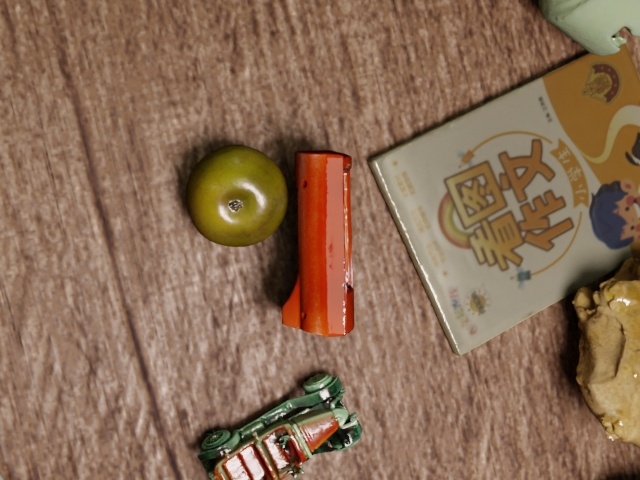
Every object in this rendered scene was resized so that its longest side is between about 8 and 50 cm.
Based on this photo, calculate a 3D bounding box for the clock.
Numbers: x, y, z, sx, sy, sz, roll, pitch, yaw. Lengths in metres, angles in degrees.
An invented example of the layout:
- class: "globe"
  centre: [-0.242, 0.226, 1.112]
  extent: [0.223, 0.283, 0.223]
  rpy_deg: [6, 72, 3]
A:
- class: "clock"
  centre: [0.000, 0.000, 0.820]
  extent: [0.061, 0.113, 0.155]
  rpy_deg: [1, 91, 5]

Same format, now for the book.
- class: "book"
  centre: [0.214, -0.046, 0.926]
  extent: [0.295, 0.020, 0.207]
  rpy_deg: [-27, 99, -14]

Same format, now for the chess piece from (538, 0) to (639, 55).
- class: "chess piece"
  centre: [0.180, -0.294, 0.836]
  extent: [0.299, 0.194, 0.194]
  rpy_deg: [33, 82, -22]

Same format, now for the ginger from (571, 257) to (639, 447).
- class: "ginger"
  centre: [0.406, 0.130, 0.956]
  extent: [0.375, 0.166, 0.236]
  rpy_deg: [22, 47, -38]

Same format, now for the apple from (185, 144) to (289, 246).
- class: "apple"
  centre: [-0.072, -0.036, 0.815]
  extent: [0.090, 0.074, 0.089]
  rpy_deg: [-1, 108, -3]

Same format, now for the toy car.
- class: "toy car"
  centre: [-0.032, 0.179, 0.838]
  extent: [0.143, 0.054, 0.073]
  rpy_deg: [-27, 99, -13]

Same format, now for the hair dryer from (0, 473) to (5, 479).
- class: "hair dryer"
  centre: [-0.250, 0.219, 0.787]
  extent: [0.063, 0.038, 0.124]
  rpy_deg: [-36, 87, -31]
